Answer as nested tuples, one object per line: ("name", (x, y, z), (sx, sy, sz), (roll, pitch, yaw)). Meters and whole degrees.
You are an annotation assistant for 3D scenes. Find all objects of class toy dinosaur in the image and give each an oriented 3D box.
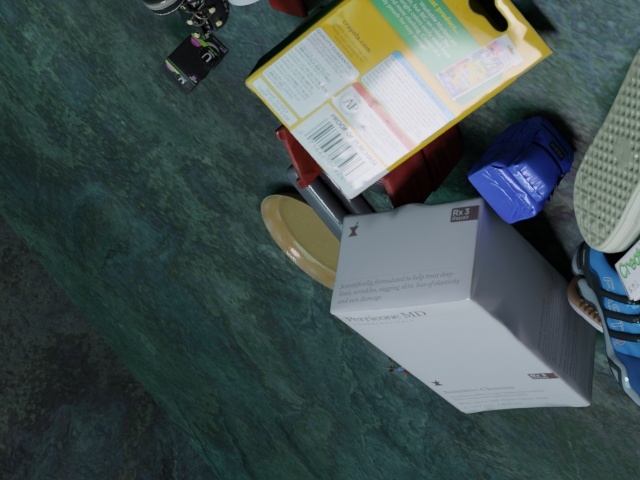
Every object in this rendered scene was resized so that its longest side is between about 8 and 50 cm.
("toy dinosaur", (0.152, 0.215, 2.692), (0.090, 0.047, 0.082), (17, 163, -36))

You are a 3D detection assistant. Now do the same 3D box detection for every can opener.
("can opener", (0.042, -0.022, 2.381), (0.283, 0.076, 0.095), (50, 154, -16))

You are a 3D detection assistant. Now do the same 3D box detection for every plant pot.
("plant pot", (0.000, 0.000, 2.539), (0.236, 0.032, 0.236), (34, 156, 18))

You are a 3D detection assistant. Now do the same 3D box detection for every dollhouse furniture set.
("dollhouse furniture set", (0.029, -0.216, 1.969), (0.201, 0.152, 0.374), (21, 149, 39))

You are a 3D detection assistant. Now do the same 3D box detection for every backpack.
("backpack", (0.264, -0.094, 1.866), (0.098, 0.120, 0.101), (51, 145, -16))

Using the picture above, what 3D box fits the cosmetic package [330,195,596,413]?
("cosmetic package", (0.205, 0.097, 2.030), (0.217, 0.156, 0.385), (-9, 151, 34))

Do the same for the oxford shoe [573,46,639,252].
("oxford shoe", (0.402, -0.128, 1.598), (0.449, 0.130, 0.169), (111, 151, -59))

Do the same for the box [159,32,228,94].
("box", (-0.194, -0.277, 2.294), (0.062, 0.083, 0.052), (44, 157, -5))

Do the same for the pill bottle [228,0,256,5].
("pill bottle", (-0.126, -0.401, 1.950), (0.103, 0.103, 0.184), (18, 147, 43))

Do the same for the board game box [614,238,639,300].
("board game box", (0.457, -0.032, 1.587), (0.305, 0.193, 0.053), (116, 136, -65))

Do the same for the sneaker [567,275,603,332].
("sneaker", (0.457, 0.149, 2.011), (0.282, 0.099, 0.153), (26, 151, 25))

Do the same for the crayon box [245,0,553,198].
("crayon box", (0.096, -0.222, 1.805), (0.323, 0.083, 0.203), (-35, 105, 27))

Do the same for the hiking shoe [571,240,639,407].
("hiking shoe", (0.408, 0.098, 1.864), (0.132, 0.113, 0.304), (97, 149, -57))

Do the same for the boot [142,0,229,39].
("boot", (-0.183, -0.342, 2.058), (0.236, 0.085, 0.179), (-100, -16, -47))
